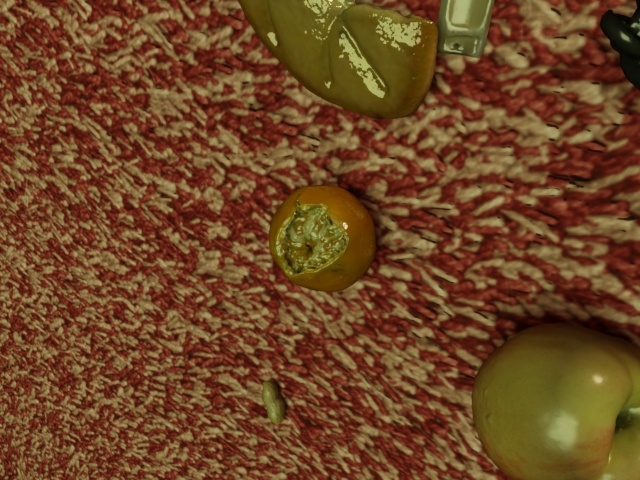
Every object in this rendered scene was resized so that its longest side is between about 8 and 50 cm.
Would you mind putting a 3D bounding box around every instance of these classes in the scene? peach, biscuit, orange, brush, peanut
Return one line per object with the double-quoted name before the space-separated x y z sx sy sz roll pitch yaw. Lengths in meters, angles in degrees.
"peach" 0.281 0.198 0.566 0.232 0.232 0.233 10 112 26
"biscuit" 0.006 -0.256 0.607 0.299 0.045 0.154 33 138 10
"orange" 0.000 0.000 0.672 0.154 0.134 0.155 14 121 24
"brush" 0.177 -0.363 0.502 0.060 0.050 0.321 17 122 20
"peanut" -0.087 0.293 0.879 0.037 0.037 0.083 -14 102 32

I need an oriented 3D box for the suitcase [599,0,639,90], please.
"suitcase" 0.431 -0.177 0.299 0.339 0.188 0.345 43 140 7
